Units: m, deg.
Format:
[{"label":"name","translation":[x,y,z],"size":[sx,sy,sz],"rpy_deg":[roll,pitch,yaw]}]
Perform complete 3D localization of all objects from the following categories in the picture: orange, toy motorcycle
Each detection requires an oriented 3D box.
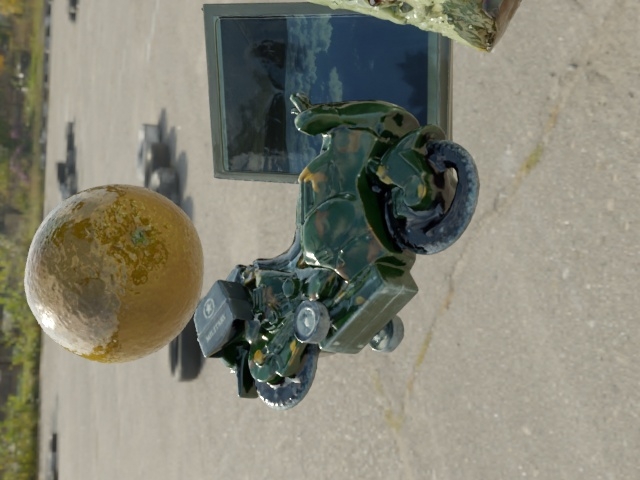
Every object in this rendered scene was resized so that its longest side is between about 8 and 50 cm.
[{"label":"orange","translation":[-0.250,0.040,0.977],"size":[0.236,0.236,0.236],"rpy_deg":[-177,90,-69]},{"label":"toy motorcycle","translation":[0.000,0.000,0.611],"size":[0.274,0.125,0.187],"rpy_deg":[-51,45,27]}]

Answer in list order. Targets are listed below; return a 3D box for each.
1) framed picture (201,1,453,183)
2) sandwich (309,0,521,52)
[{"label":"framed picture","translation":[0.006,-0.146,0.803],"size":[0.023,0.260,0.189],"rpy_deg":[-42,-46,-65]},{"label":"sandwich","translation":[0.049,-0.313,0.628],"size":[0.262,0.325,0.131],"rpy_deg":[-61,-23,-7]}]
